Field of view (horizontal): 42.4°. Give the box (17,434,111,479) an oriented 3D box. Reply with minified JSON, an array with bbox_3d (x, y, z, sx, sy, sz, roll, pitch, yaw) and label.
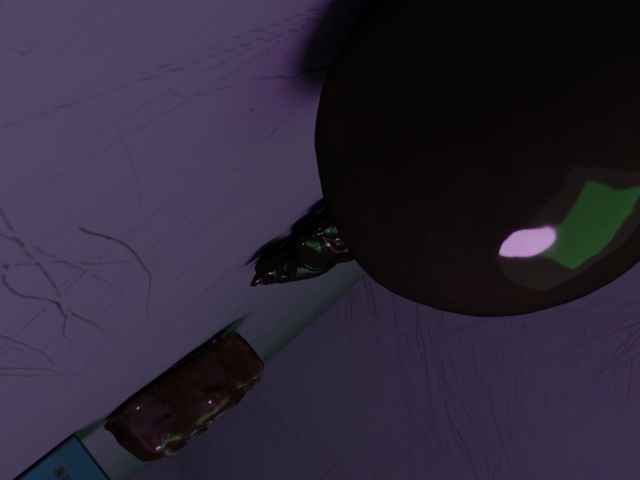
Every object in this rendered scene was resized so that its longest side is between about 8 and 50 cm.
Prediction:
[{"bbox_3d":[-0.328,0.360,0.948,0.229,0.162,0.041,-39,179,-15],"label":"box"}]

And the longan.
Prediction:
[{"bbox_3d":[0.090,-0.054,0.415,0.198,0.198,0.212,-38,-177,-9],"label":"longan"}]

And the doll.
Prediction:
[{"bbox_3d":[0.000,0.000,0.837,0.165,0.057,0.139,-25,168,-48],"label":"doll"}]

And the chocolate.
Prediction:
[{"bbox_3d":[-0.183,0.223,1.136,0.214,0.093,0.148,-36,171,-28],"label":"chocolate"}]
